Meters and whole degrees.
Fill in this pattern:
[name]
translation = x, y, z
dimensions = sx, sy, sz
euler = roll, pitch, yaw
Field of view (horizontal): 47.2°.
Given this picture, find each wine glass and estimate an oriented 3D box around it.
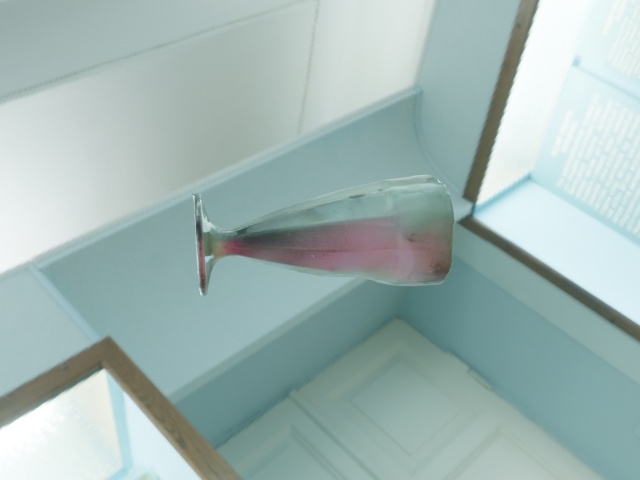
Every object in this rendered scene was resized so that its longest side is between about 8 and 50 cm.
[wine glass]
translation = 0.000, 0.000, 0.459
dimensions = 0.155, 0.073, 0.073
euler = -6, -44, -9
